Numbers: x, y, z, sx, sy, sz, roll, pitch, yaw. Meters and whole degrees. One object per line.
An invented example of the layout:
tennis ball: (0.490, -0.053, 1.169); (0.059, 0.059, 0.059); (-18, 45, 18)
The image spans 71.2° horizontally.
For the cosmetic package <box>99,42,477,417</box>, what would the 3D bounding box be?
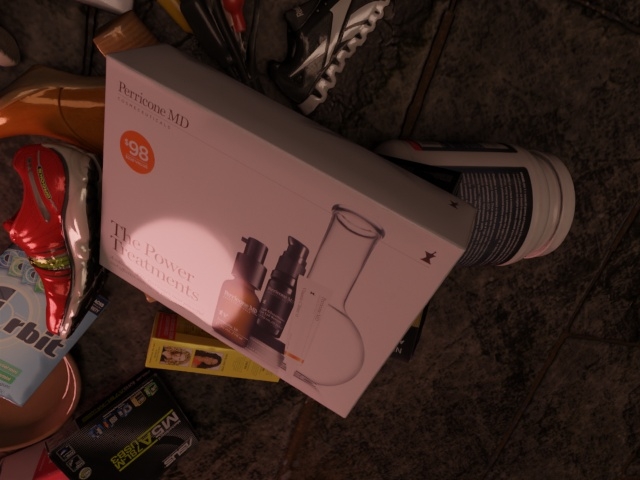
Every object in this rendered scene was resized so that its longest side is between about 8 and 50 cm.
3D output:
cosmetic package: (-0.069, -0.001, 0.506); (0.377, 0.097, 0.285); (29, 125, 8)

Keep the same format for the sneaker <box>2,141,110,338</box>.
sneaker: (-0.345, 0.003, 0.585); (0.118, 0.107, 0.279); (13, 115, -8)

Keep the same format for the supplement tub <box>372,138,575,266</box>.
supplement tub: (0.211, -0.054, 0.682); (0.271, 0.191, 0.191); (-1, 114, -13)

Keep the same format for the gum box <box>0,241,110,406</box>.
gum box: (-0.433, 0.117, 0.644); (0.157, 0.041, 0.184); (44, 71, -26)

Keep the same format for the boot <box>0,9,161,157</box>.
boot: (-0.281, -0.131, 0.581); (0.294, 0.104, 0.211); (-23, 131, 11)

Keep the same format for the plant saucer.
plant saucer: (-0.528, 0.220, 0.709); (0.277, 0.041, 0.278); (-6, 116, -12)

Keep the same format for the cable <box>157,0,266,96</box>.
cable: (-0.103, -0.242, 0.588); (0.139, 0.072, 0.287); (-15, 127, 20)

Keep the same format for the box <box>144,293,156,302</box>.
box: (-0.200, -0.001, 0.700); (0.201, 0.021, 0.165); (-17, 117, -7)

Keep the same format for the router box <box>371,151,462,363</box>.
router box: (0.000, 0.000, 0.585); (0.308, 0.081, 0.243); (16, 124, 19)

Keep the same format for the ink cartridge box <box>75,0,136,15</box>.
ink cartridge box: (-0.320, -0.427, 0.432); (0.303, 0.072, 0.308); (9, 106, -25)

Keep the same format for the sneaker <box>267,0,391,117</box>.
sneaker: (0.010, -0.288, 0.590); (0.106, 0.078, 0.234); (29, 106, -26)

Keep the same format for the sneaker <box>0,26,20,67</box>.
sneaker: (-0.413, -0.238, 0.482); (0.084, 0.152, 0.058); (-12, 78, -3)

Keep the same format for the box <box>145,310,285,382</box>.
box: (-0.167, 0.181, 0.756); (0.232, 0.087, 0.058); (13, 108, -18)

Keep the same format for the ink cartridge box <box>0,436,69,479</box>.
ink cartridge box: (-0.509, 0.464, 0.790); (0.237, 0.100, 0.172); (-22, 117, -4)

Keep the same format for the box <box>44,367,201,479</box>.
box: (-0.328, 0.346, 0.768); (0.190, 0.045, 0.184); (-35, 119, -30)
